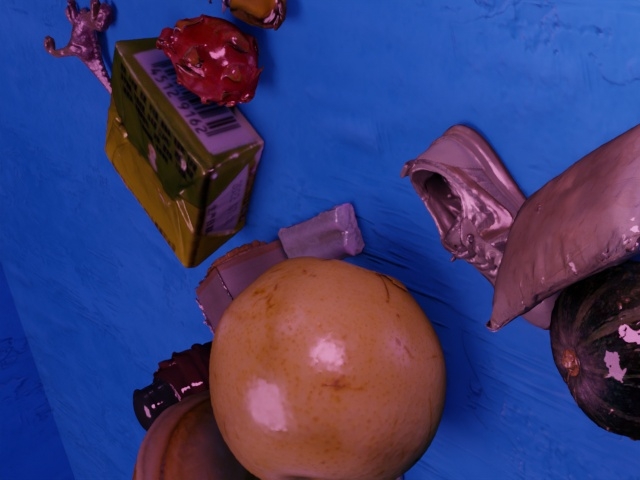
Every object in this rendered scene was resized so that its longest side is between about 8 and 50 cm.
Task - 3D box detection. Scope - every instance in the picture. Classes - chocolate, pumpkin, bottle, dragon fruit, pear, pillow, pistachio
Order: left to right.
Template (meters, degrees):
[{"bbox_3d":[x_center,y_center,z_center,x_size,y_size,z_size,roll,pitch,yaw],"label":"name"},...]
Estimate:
[{"bbox_3d":[-0.232,-0.155,2.150,0.301,0.137,0.289,54,151,22],"label":"chocolate"},{"bbox_3d":[-0.204,0.262,2.302,0.156,0.271,0.143,51,151,24],"label":"bottle"},{"bbox_3d":[-0.161,-0.276,1.922,0.166,0.133,0.136,27,156,-3],"label":"dragon fruit"},{"bbox_3d":[-0.097,-0.357,1.828,0.173,0.049,0.089,51,126,27],"label":"pistachio"},{"bbox_3d":[0.010,0.191,1.800,0.348,0.348,0.348,41,145,38],"label":"pear"},{"bbox_3d":[0.270,-0.017,1.344,0.075,0.185,0.302,29,153,-10],"label":"pillow"},{"bbox_3d":[0.327,0.112,1.365,0.190,0.146,0.190,45,149,36],"label":"pumpkin"}]

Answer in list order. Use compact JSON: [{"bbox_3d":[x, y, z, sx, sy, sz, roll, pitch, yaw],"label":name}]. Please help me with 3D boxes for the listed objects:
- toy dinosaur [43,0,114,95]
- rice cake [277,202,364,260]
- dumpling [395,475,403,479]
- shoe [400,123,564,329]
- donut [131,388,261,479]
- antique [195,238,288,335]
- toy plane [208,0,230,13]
[{"bbox_3d":[-0.431,-0.350,2.413,0.200,0.072,0.251,28,127,35],"label":"toy dinosaur"},{"bbox_3d":[0.000,0.000,1.969,0.226,0.040,0.085,-22,93,63],"label":"rice cake"},{"bbox_3d":[0.061,0.353,2.104,0.151,0.124,0.229,-19,104,27],"label":"dumpling"},{"bbox_3d":[0.200,-0.008,1.548,0.275,0.098,0.103,56,155,14],"label":"shoe"},{"bbox_3d":[-0.127,0.455,2.120,0.198,0.449,0.449,-29,87,40],"label":"donut"},{"bbox_3d":[-0.111,0.085,2.120,0.148,0.152,0.146,63,153,8],"label":"antique"},{"bbox_3d":[-0.151,-0.384,1.923,0.078,0.031,0.083,-19,98,48],"label":"toy plane"}]
